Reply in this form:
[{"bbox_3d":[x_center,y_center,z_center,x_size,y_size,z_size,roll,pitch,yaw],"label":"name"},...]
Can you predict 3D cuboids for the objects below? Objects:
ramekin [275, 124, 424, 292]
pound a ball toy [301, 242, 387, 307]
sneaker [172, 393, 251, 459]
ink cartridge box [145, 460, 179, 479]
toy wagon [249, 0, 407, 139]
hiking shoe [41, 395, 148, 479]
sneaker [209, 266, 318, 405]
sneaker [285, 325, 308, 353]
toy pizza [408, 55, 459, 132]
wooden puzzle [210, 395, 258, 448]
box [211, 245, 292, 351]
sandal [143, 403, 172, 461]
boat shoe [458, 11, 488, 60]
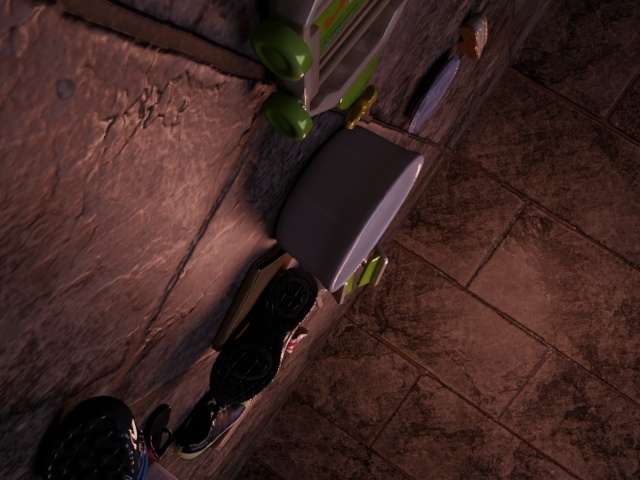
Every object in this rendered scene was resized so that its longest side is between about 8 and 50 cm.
[{"bbox_3d":[0.045,-0.061,1.075,0.277,0.135,0.277,-54,171,-13],"label":"ramekin"},{"bbox_3d":[0.039,0.070,1.596,0.208,0.135,0.319,-28,165,-8],"label":"pound a ball toy"},{"bbox_3d":[-0.228,0.380,1.377,0.234,0.084,0.097,-49,167,-31],"label":"sneaker"},{"bbox_3d":[-0.292,0.594,1.218,0.114,0.273,0.198,-60,169,26],"label":"ink cartridge box"},{"bbox_3d":[0.032,-0.230,0.662,0.267,0.068,0.344,-53,171,-15],"label":"toy wagon"},{"bbox_3d":[-0.281,0.275,0.814,0.132,0.113,0.304,-90,-167,-48],"label":"hiking shoe"},{"bbox_3d":[-0.099,0.184,1.183,0.286,0.109,0.130,-52,176,-7],"label":"sneaker"},{"bbox_3d":[-0.082,0.310,1.958,0.118,0.042,0.067,-17,137,-63],"label":"sneaker"},{"bbox_3d":[0.254,-0.339,1.458,0.201,0.032,0.201,-54,171,-12],"label":"toy pizza"},{"bbox_3d":[-0.250,0.514,1.854,0.221,0.044,0.238,-52,174,-19],"label":"wooden puzzle"},{"bbox_3d":[-0.116,0.096,1.160,0.201,0.021,0.164,-61,169,28],"label":"box"},{"bbox_3d":[-0.291,0.357,1.125,0.067,0.040,0.179,-45,166,-47],"label":"sandal"},{"bbox_3d":[0.355,-0.464,1.439,0.059,0.063,0.170,-50,170,3],"label":"boat shoe"}]
